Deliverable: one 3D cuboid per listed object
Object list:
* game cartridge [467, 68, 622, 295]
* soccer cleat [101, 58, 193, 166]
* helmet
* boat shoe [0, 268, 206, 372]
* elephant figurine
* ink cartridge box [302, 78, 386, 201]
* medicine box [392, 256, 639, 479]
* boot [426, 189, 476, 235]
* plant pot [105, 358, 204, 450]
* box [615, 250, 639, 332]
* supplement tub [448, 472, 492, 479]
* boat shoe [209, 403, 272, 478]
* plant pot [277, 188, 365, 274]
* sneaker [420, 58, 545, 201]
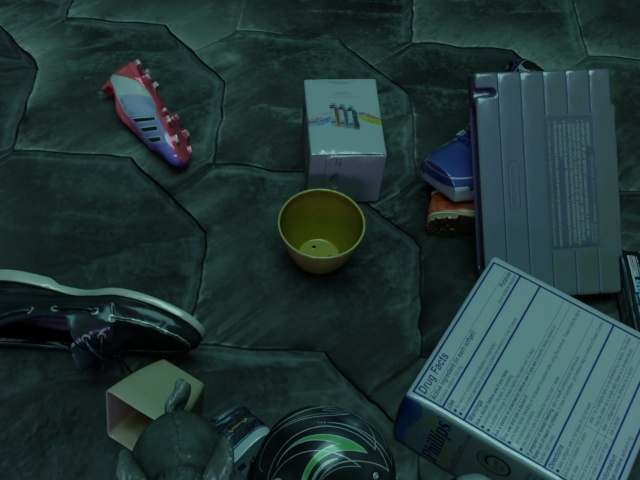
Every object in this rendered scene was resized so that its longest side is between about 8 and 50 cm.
[{"bbox_3d":[0.354,-0.087,1.310,0.230,0.068,0.355,-3,91,-11],"label":"game cartridge"},{"bbox_3d":[-0.305,-0.212,1.465,0.095,0.083,0.248,-35,64,8],"label":"soccer cleat"},{"bbox_3d":[0.006,0.289,1.053,0.169,0.169,0.161,38,82,22],"label":"helmet"},{"bbox_3d":[-0.335,0.130,1.174,0.340,0.127,0.113,13,55,8],"label":"boat shoe"},{"bbox_3d":[-0.151,0.288,0.927,0.186,0.239,0.169,45,82,-4],"label":"elephant figurine"},{"bbox_3d":[0.036,-0.168,1.413,0.127,0.128,0.176,-1,55,-4],"label":"ink cartridge box"},{"bbox_3d":[0.290,0.213,1.141,0.289,0.149,0.263,29,57,17],"label":"medicine box"},{"bbox_3d":[0.257,-0.051,1.389,0.157,0.059,0.085,6,49,2],"label":"boot"},{"bbox_3d":[-0.216,0.228,1.129,0.109,0.109,0.096,27,45,15],"label":"plant pot"},{"bbox_3d":[0.556,0.121,1.285,0.175,0.051,0.220,3,54,-1],"label":"box"},{"bbox_3d":[0.071,0.415,0.890,0.331,0.241,0.241,-22,56,3],"label":"supplement tub"},{"bbox_3d":[-0.147,0.301,1.108,0.183,0.065,0.083,-39,43,-18],"label":"boat shoe"},{"bbox_3d":[0.000,0.000,1.308,0.134,0.095,0.134,1,54,-2],"label":"plant pot"},{"bbox_3d":[0.305,-0.205,1.407,0.315,0.182,0.127,-26,45,-27],"label":"sneaker"}]
